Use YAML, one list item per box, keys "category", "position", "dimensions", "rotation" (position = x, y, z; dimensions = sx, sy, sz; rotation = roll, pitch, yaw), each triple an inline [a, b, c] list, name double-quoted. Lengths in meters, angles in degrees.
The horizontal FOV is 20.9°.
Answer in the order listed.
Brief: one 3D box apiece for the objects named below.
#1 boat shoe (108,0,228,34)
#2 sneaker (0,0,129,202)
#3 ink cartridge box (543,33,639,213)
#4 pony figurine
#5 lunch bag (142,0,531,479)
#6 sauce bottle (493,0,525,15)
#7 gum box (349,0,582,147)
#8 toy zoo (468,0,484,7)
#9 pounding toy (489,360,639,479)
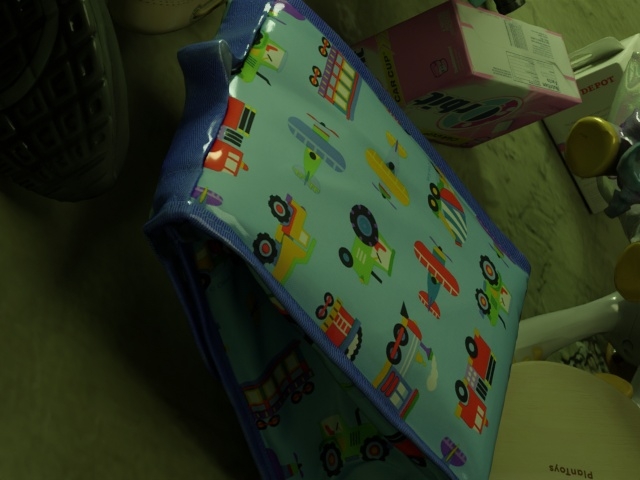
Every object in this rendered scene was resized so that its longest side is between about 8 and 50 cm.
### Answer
- category: "boat shoe"
  position: [-0.074, -0.205, 1.134]
  dimensions: [0.109, 0.098, 0.302]
  rotation: [19, 22, 4]
- category: "sneaker"
  position: [-0.160, -0.161, 0.971]
  dimensions: [0.130, 0.109, 0.286]
  rotation: [-12, 83, -64]
- category: "ink cartridge box"
  position: [0.267, -0.115, 1.585]
  dimensions: [0.143, 0.092, 0.090]
  rotation: [62, 32, -11]
- category: "pony figurine"
  position: [0.294, 0.001, 1.390]
  dimensions: [0.363, 0.303, 0.351]
  rotation: [7, 110, -57]
- category: "lunch bag"
  position: [0.000, 0.000, 1.032]
  dimensions: [0.293, 0.138, 0.221]
  rotation: [59, 32, -32]
- category: "sauce bottle"
  position: [0.141, -0.260, 1.534]
  dimensions: [0.128, 0.042, 0.042]
  rotation: [61, 32, -11]
- category: "gum box"
  position: [0.113, -0.125, 1.347]
  dimensions: [0.188, 0.107, 0.062]
  rotation: [6, 67, -55]
- category: "toy zoo"
  position: [0.041, -0.281, 1.290]
  dimensions: [0.293, 0.030, 0.192]
  rotation: [56, 19, 23]
- category: "pounding toy"
  position: [0.130, 0.175, 1.220]
  dimensions: [0.237, 0.110, 0.183]
  rotation: [33, 49, 0]
